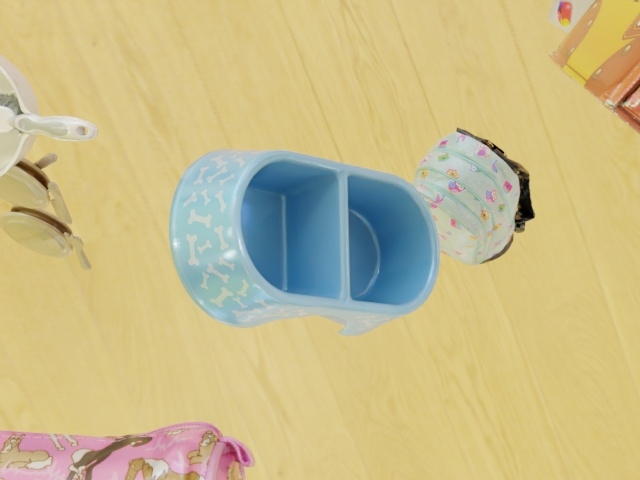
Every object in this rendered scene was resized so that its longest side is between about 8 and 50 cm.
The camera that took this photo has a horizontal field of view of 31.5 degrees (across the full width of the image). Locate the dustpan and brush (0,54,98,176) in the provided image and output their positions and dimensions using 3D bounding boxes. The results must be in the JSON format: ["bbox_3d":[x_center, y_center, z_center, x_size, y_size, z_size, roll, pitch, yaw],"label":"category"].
[{"bbox_3d":[-0.283,-0.111,1.027,0.211,0.060,0.147,7,104,17],"label":"dustpan and brush"}]

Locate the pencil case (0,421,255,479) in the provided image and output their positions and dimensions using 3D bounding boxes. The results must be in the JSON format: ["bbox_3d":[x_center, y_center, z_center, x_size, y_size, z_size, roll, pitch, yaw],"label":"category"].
[{"bbox_3d":[-0.238,0.219,0.854,0.386,0.160,0.167,0,115,9],"label":"pencil case"}]

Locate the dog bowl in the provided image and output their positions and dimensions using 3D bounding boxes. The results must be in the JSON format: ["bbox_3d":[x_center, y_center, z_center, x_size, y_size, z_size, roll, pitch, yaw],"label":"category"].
[{"bbox_3d":[0.000,0.000,1.060,0.297,0.074,0.166,9,75,-44],"label":"dog bowl"}]

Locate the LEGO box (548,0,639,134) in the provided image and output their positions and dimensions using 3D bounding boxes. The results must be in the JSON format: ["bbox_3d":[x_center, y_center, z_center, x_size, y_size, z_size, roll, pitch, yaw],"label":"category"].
[{"bbox_3d":[0.465,-0.185,0.737,0.372,0.193,0.500,37,105,-12],"label":"LEGO box"}]

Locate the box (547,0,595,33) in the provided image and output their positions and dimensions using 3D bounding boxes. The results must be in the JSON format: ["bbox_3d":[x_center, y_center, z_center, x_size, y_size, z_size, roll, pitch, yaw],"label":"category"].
[{"bbox_3d":[0.261,-0.245,0.939,0.038,0.145,0.186,-1,120,-23],"label":"box"}]

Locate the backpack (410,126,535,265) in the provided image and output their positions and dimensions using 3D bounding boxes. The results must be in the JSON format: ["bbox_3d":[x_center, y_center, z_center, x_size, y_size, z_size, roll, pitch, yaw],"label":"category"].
[{"bbox_3d":[0.165,-0.045,1.297,0.152,0.182,0.115,29,74,11],"label":"backpack"}]

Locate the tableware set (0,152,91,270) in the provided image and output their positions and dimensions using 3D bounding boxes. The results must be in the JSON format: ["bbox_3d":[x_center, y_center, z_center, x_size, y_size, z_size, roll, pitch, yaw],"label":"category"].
[{"bbox_3d":[-0.313,-0.043,1.227,0.128,0.194,0.039,17,62,10],"label":"tableware set"}]
